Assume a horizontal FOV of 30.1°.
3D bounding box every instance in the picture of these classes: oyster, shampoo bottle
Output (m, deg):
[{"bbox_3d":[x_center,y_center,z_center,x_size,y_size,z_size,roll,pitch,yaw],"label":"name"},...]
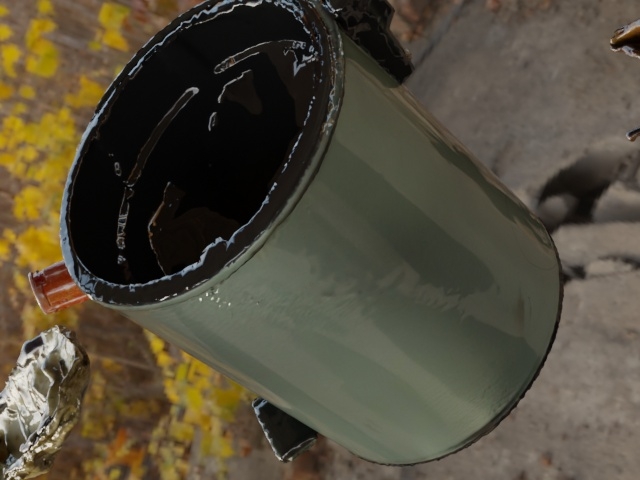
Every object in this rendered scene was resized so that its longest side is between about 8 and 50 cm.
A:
[{"bbox_3d":[-0.299,0.179,1.201,0.345,0.078,0.129,-38,51,51],"label":"oyster"},{"bbox_3d":[-0.145,0.008,1.049,0.108,0.221,0.051,95,154,-76],"label":"shampoo bottle"}]

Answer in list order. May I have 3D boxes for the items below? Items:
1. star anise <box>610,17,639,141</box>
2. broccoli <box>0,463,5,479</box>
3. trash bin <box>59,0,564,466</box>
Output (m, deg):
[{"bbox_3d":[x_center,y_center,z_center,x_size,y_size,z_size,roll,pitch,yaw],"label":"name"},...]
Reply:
[{"bbox_3d":[0.391,-0.188,1.144,0.220,0.126,0.190,12,114,54],"label":"star anise"},{"bbox_3d":[-0.297,0.158,0.710,0.247,0.263,0.243,115,149,-61],"label":"broccoli"},{"bbox_3d":[0.000,0.000,0.766,0.277,0.262,0.217,-47,41,8],"label":"trash bin"}]
